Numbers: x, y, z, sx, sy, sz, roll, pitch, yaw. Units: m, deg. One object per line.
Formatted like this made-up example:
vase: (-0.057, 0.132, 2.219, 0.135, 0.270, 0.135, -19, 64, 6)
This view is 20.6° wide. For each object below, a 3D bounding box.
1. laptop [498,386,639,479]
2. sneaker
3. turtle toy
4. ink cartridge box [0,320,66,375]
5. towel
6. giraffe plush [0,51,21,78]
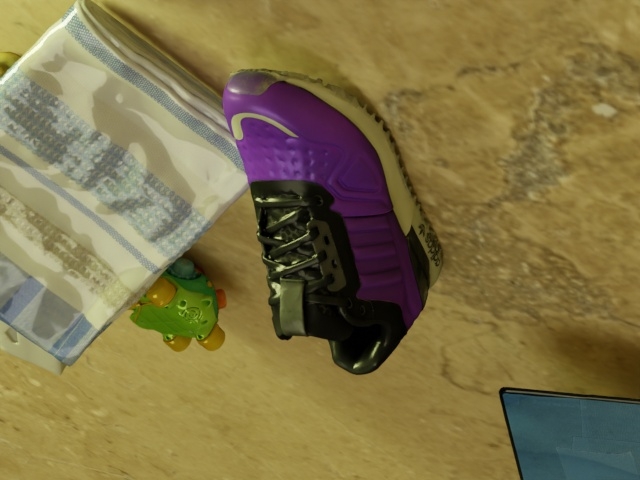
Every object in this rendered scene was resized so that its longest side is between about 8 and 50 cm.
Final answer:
laptop: (0.342, 0.335, 1.462, 0.381, 0.408, 0.236, 4, 180, 19)
sneaker: (0.001, 0.000, 1.332, 0.102, 0.146, 0.293, 6, 147, 35)
turtle toy: (-0.141, 0.054, 1.646, 0.130, 0.066, 0.095, -4, 140, 47)
ink cartridge box: (-0.229, 0.033, 1.593, 0.063, 0.150, 0.109, 24, 153, 6)
towel: (-0.194, -0.038, 1.400, 0.209, 0.034, 0.285, 38, 116, -19)
giraffe plush: (-0.300, -0.068, 1.488, 0.210, 0.181, 0.170, 7, 132, 37)
